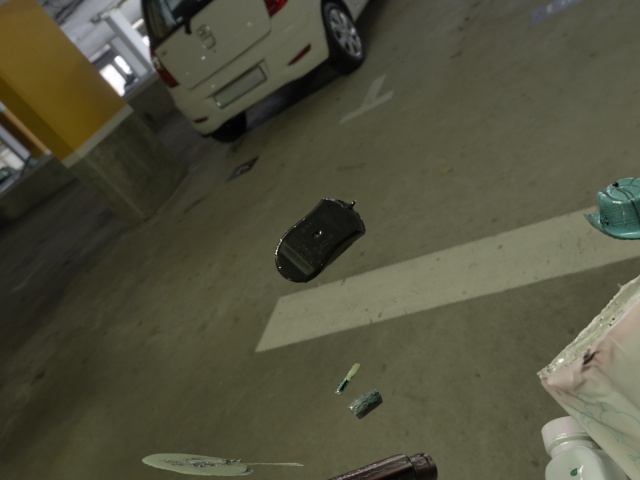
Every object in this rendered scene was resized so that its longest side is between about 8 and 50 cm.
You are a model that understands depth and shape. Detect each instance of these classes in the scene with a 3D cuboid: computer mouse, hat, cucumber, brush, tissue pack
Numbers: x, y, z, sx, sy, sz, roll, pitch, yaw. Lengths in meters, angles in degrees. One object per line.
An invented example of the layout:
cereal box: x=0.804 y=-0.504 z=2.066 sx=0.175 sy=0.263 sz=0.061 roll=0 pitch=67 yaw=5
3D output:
computer mouse: x=0.000 y=0.000 z=1.359 sx=0.264 sy=0.088 sz=0.147 roll=-43 pitch=70 yaw=-5
hat: x=0.519 y=-0.064 z=0.904 sx=0.138 sy=0.078 sz=0.191 roll=-29 pitch=12 yaw=6
cucumber: x=0.150 y=0.536 z=1.758 sx=0.112 sy=0.064 sz=0.064 roll=-34 pitch=24 yaw=-12
brush: x=0.057 y=0.285 z=1.112 sx=0.016 sy=0.013 sz=0.083 roll=-1 pitch=35 yaw=45
tissue pack: x=0.364 y=0.159 z=0.472 sx=0.201 sy=0.271 sz=0.124 roll=-34 pitch=-19 yaw=-24

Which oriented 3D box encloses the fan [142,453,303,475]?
fan: x=-0.200 y=0.495 z=1.194 sx=0.233 sy=0.414 sz=0.012 roll=-5 pitch=70 yaw=45

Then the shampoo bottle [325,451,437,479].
shampoo bottle: x=0.116 y=0.548 z=1.182 sx=0.323 sy=0.129 sz=0.084 roll=-6 pitch=24 yaw=-31

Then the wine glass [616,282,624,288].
wine glass: x=0.633 y=0.036 z=0.938 sx=0.202 sy=0.093 sz=0.093 roll=-53 pitch=21 yaw=19

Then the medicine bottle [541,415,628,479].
medicine bottle: x=0.504 y=0.487 z=0.996 sx=0.296 sy=0.111 sz=0.161 roll=-84 pitch=13 yaw=-47
